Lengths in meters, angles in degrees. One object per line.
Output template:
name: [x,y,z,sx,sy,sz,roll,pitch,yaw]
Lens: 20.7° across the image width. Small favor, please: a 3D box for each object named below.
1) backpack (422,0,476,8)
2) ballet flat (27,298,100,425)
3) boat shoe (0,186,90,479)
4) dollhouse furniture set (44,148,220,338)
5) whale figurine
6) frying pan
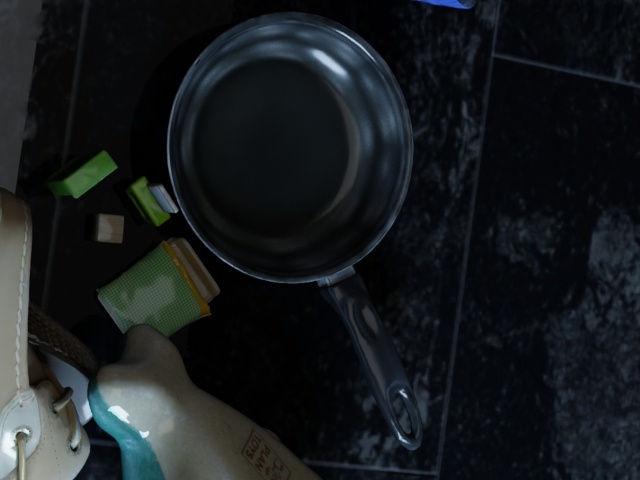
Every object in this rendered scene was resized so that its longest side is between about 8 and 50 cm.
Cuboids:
backpack: [0.076,-0.233,1.300,0.120,0.101,0.098,27,82,-56]
ballet flat: [-0.244,0.035,1.182,0.250,0.058,0.084,40,110,-15]
boat shoe: [-0.210,0.121,1.132,0.110,0.121,0.341,3,112,-20]
dollhouse furniture set: [-0.128,0.006,1.229,0.076,0.058,0.152,-38,106,-19]
whale figurine: [-0.084,0.194,1.205,0.141,0.216,0.272,-31,103,20]
frying pan: [0.017,-0.023,1.301,0.326,0.053,0.197,47,73,-20]
